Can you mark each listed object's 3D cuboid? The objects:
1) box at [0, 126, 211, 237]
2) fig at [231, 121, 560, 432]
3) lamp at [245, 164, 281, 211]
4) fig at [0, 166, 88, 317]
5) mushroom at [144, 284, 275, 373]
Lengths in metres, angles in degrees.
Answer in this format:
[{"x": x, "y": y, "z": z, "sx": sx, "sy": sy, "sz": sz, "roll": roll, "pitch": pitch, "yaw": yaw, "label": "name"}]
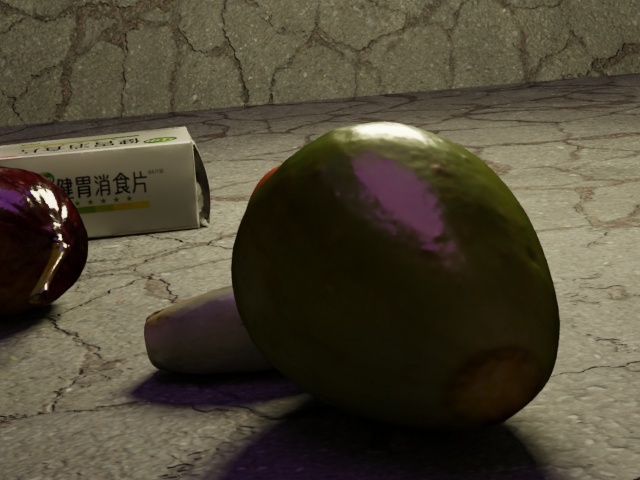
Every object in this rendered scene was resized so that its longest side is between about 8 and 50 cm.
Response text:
[{"x": -0.349, "y": -0.087, "z": 2.056, "sx": 0.333, "sy": 0.145, "sz": 0.173, "roll": -6, "pitch": 15, "yaw": -8, "label": "box"}, {"x": 0.076, "y": 0.044, "z": 1.107, "sx": 0.258, "sy": 0.258, "sz": 0.326, "roll": -11, "pitch": 31, "yaw": -28, "label": "fig"}, {"x": 0.000, "y": 0.000, "z": 1.506, "sx": 0.188, "sy": 0.163, "sz": 0.187, "roll": 19, "pitch": 3, "yaw": -1, "label": "lamp"}, {"x": -0.352, "y": -0.002, "z": 1.544, "sx": 0.250, "sy": 0.186, "sz": 0.204, "roll": -8, "pitch": -10, "yaw": 41, "label": "fig"}, {"x": -0.002, "y": 0.079, "z": 1.310, "sx": 0.351, "sy": 0.095, "sz": 0.123, "roll": -6, "pitch": -9, "yaw": -11, "label": "mushroom"}]
